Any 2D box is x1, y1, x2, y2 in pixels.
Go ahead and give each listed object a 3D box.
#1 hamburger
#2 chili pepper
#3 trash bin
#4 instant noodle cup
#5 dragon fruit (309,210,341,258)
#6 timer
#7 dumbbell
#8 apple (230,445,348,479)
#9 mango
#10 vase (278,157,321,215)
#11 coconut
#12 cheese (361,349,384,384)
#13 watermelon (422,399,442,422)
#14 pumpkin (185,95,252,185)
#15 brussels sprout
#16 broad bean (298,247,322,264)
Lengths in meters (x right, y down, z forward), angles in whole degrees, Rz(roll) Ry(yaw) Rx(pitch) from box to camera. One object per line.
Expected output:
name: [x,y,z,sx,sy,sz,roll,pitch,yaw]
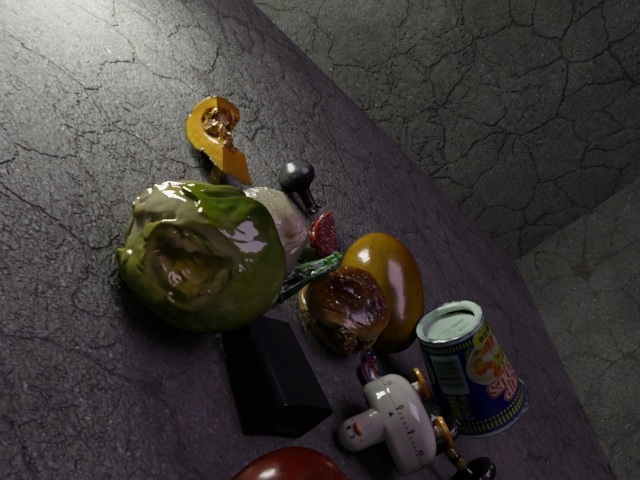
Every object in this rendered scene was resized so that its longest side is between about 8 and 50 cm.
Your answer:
hamburger: [0.061,0.178,1.751,0.243,0.146,0.286,30,36,-2]
chili pepper: [-0.032,0.078,1.691,0.227,0.059,0.088,-26,63,-27]
trash bin: [-0.099,0.276,1.370,0.165,0.115,0.225,22,32,-48]
instant noodle cup: [0.408,0.349,1.882,0.284,0.284,0.312,-76,144,-63]
dragon fruit: [0.000,0.000,2.025,0.106,0.083,0.162,-6,-80,68]
timer: [0.161,0.438,1.566,0.233,0.240,0.233,157,-90,-86]
dumbbell: [0.349,0.565,1.736,0.325,0.143,0.143,52,22,-1]
apple: [-0.052,0.455,1.037,0.260,0.216,0.260,40,25,-23]
mango: [0.192,0.157,1.975,0.264,0.221,0.377,34,38,-47]
vase: [-0.058,-0.166,2.128,0.182,0.120,0.120,65,21,-7]
coconut: [-0.138,-0.003,1.576,0.241,0.241,0.241,41,24,-24]
cheese: [0.142,0.354,1.798,0.095,0.038,0.145,42,25,-24]
watermelon: [0.292,0.481,1.856,0.072,0.092,0.084,86,-2,-51]
pumpkin: [-0.283,-0.257,1.828,0.131,0.126,0.247,24,53,-62]
brussels sprout: [-0.223,0.022,1.301,0.344,0.268,0.344,30,27,-17]
broad bean: [-0.053,0.040,1.893,0.195,0.046,0.061,29,34,-40]
